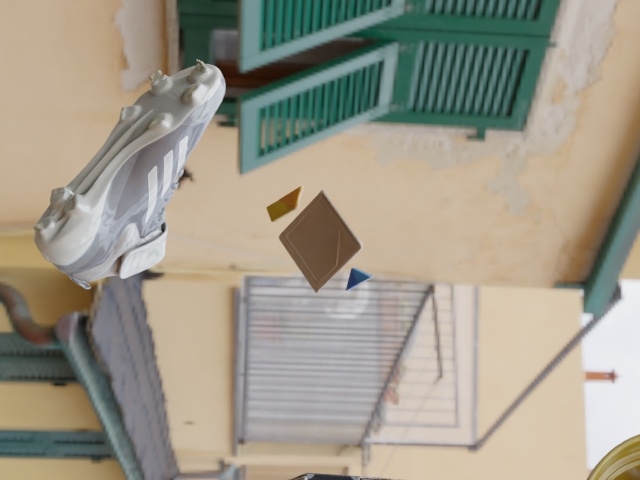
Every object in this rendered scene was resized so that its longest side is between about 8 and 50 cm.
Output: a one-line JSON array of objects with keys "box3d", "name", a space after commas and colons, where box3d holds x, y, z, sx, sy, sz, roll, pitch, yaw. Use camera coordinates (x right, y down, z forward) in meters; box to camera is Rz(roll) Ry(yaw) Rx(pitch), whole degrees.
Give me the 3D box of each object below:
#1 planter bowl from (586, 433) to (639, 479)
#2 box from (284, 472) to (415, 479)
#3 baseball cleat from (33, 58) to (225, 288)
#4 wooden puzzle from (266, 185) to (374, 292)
[{"box3d": [0.344, 0.302, 0.997, 0.090, 0.217, 0.217, 116, -24, -75], "name": "planter bowl"}, {"box3d": [0.104, 0.360, 0.853, 0.073, 0.293, 0.296, -36, -131, 53], "name": "box"}, {"box3d": [-0.143, -0.051, 0.814, 0.072, 0.206, 0.109, 37, -11, 44], "name": "baseball cleat"}, {"box3d": [0.000, 0.000, 0.894, 0.078, 0.014, 0.116, -40, -110, 33], "name": "wooden puzzle"}]
